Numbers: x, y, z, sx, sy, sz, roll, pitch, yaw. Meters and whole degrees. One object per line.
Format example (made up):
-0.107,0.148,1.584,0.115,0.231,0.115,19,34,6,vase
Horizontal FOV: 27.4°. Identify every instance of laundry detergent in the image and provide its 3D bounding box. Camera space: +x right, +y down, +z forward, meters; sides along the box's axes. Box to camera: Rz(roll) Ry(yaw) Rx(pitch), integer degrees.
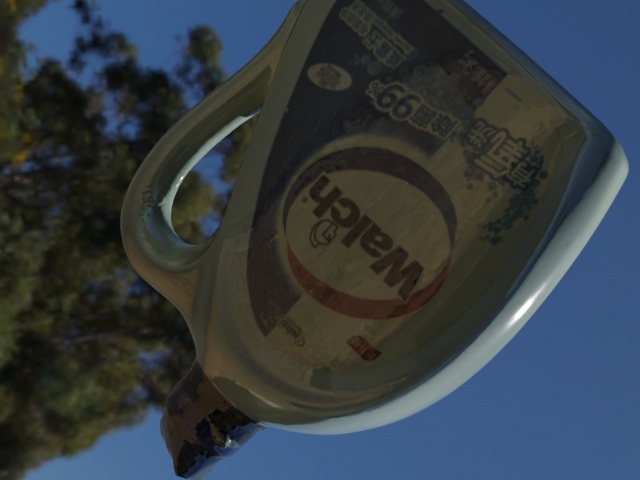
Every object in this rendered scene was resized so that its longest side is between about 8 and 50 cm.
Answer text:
0.000,0.000,0.690,0.215,0.280,0.105,45,8,18,laundry detergent
